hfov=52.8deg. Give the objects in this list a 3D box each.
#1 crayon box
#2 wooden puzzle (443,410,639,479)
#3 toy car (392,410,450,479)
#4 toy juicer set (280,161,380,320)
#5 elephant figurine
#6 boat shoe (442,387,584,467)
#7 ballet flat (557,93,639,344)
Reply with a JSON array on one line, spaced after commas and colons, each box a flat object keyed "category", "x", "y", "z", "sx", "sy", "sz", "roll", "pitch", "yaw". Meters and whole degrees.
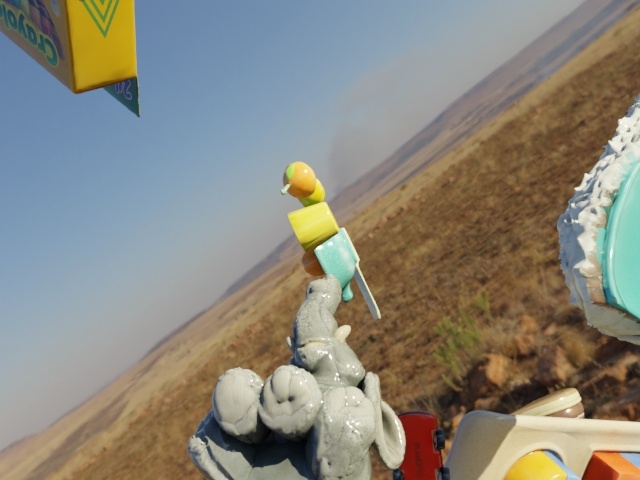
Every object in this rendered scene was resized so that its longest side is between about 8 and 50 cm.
[{"category": "crayon box", "x": -0.282, "y": -0.300, "z": 0.670, "sx": 0.083, "sy": 0.203, "sz": 0.323, "roll": -30, "pitch": -35, "yaw": -36}, {"category": "wooden puzzle", "x": 0.298, "y": 0.382, "z": 0.820, "sx": 0.080, "sy": 0.348, "sz": 0.322, "roll": -135, "pitch": 59, "yaw": -66}, {"category": "toy car", "x": 0.099, "y": 0.330, "z": 0.720, "sx": 0.225, "sy": 0.239, "sz": 0.053, "roll": -39, "pitch": -4, "yaw": 9}, {"category": "toy juicer set", "x": 0.000, "y": 0.000, "z": 1.118, "sx": 0.089, "sy": 0.209, "sz": 0.329, "roll": -26, "pitch": -38, "yaw": 4}, {"category": "elephant figurine", "x": 0.005, "y": 0.158, "z": 0.594, "sx": 0.186, "sy": 0.169, "sz": 0.239, "roll": -66, "pitch": -14, "yaw": 12}, {"category": "boat shoe", "x": 0.262, "y": 0.338, "z": 0.930, "sx": 0.123, "sy": 0.123, "sz": 0.342, "roll": -2, "pitch": -39, "yaw": -50}, {"category": "ballet flat", "x": 0.314, "y": -0.042, "z": 0.621, "sx": 0.409, "sy": 0.147, "sz": 0.147, "roll": -47, "pitch": 7, "yaw": -33}]
